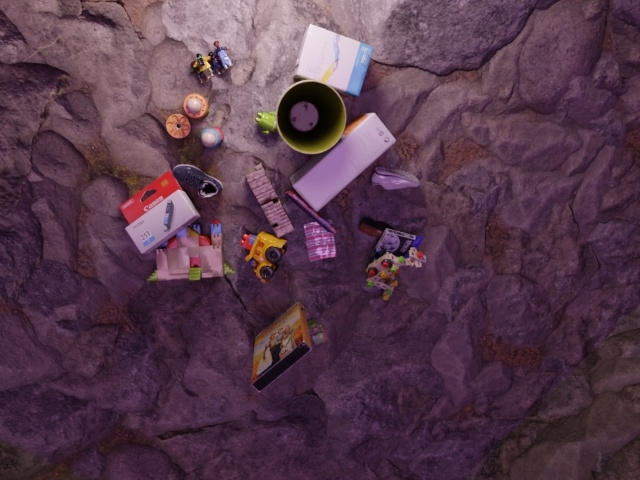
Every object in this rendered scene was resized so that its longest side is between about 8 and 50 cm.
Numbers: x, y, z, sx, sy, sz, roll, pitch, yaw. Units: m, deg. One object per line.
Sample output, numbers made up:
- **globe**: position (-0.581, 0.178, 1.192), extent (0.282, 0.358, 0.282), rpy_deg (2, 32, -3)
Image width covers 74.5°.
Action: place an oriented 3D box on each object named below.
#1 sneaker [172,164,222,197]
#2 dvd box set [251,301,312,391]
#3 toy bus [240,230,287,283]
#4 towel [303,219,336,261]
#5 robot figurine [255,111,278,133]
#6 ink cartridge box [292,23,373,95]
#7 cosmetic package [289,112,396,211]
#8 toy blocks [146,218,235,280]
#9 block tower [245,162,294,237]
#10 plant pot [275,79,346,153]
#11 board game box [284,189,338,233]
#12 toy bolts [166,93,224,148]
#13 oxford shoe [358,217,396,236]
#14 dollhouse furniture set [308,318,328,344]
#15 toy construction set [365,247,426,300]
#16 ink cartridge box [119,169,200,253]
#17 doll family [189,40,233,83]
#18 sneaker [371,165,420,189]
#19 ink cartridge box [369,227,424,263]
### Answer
- **sneaker**: position (-0.540, -0.259, 1.827), extent (0.226, 0.163, 0.086), rpy_deg (21, 105, -13)
- **dvd box set**: position (-0.187, 0.480, 1.980), extent (0.308, 0.420, 0.062), rpy_deg (-40, 106, 6)
- **toy bus**: position (-0.284, 0.063, 1.987), extent (0.211, 0.149, 0.220), rpy_deg (24, 106, -2)
- **towel**: position (0.000, 0.000, 2.060), extent (0.144, 0.029, 0.197), rpy_deg (-11, 109, -6)
- **robot figurine**: position (-0.227, -0.516, 1.839), extent (0.115, 0.067, 0.101), rpy_deg (21, 92, -15)
- **ink cartridge box**: position (0.044, -0.734, 1.741), extent (0.270, 0.198, 0.197), rpy_deg (14, 106, -13)
- **cosmetic package**: position (0.086, -0.352, 1.855), extent (0.453, 0.230, 0.161), rpy_deg (-42, 108, 5)
- **toy blocks**: position (-0.594, 0.038, 1.924), extent (0.381, 0.191, 0.260), rpy_deg (-4, 96, -6)
- **block tower**: position (-0.235, -0.183, 1.933), extent (0.097, 0.091, 0.335), rpy_deg (-25, 109, -1)
- **plant pot**: position (-0.057, -0.513, 1.746), extent (0.275, 0.293, 0.274), rpy_deg (-3, 108, -8)
- **board game box**: position (-0.044, -0.131, 1.937), extent (0.281, 0.145, 0.027), rpy_deg (40, 85, -13)
- **toy bolts**: position (-0.526, -0.471, 1.760), extent (0.218, 0.158, 0.228), rpy_deg (-36, 109, 4)
- **oxford shoe**: position (0.286, -0.048, 2.078), extent (0.212, 0.076, 0.076), rpy_deg (19, 134, -17)
- **dollhouse furniture set**: position (-0.014, 0.489, 2.199), extent (0.076, 0.058, 0.151), rpy_deg (-22, 109, -1)
- **toy construction set**: position (0.350, 0.149, 2.042), extent (0.215, 0.151, 0.327), rpy_deg (35, 124, -15)
- **ink cartridge box**: position (-0.719, -0.129, 1.836), extent (0.296, 0.066, 0.261), rpy_deg (-35, 84, 4)
- **doll family**: position (-0.453, -0.739, 1.735), extent (0.193, 0.076, 0.111), rpy_deg (-29, 105, -4)
- **sneaker**: position (0.356, -0.283, 2.003), extent (0.235, 0.090, 0.094), rpy_deg (12, 118, -8)
- **ink cartridge box**: position (0.379, 0.044, 2.080), extent (0.208, 0.045, 0.206), rpy_deg (13, 132, -13)
